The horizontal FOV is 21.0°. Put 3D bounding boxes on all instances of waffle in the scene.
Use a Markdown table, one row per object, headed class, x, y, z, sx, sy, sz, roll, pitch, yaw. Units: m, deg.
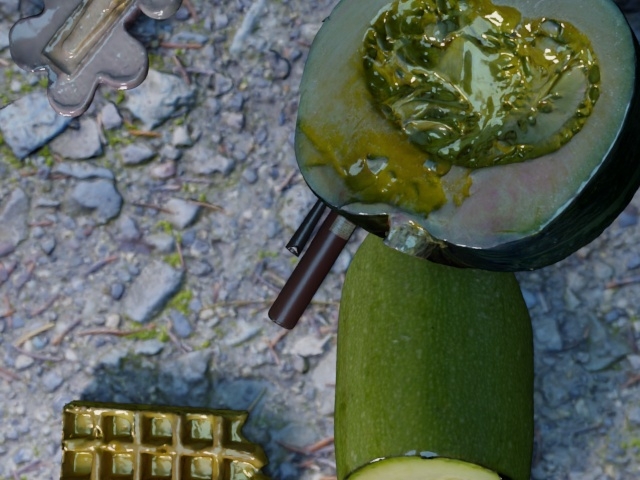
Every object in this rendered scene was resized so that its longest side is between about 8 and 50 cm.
| class | x | y | z | sx | sy | sz | roll | pitch | yaw |
| --- | --- | --- | --- | --- | --- | --- | --- | --- | --- |
| waffle | -0.139 | 0.236 | 1.617 | 0.211 | 0.055 | 0.160 | 4 | 91 | 8 |

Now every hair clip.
| class | x | y | z | sx | sy | sz | roll | pitch | yaw |
| --- | --- | --- | --- | --- | --- | --- | --- | --- | --- |
| hair clip | -0.184 | -0.235 | 1.609 | 0.146 | 0.075 | 0.257 | 40 | 103 | 8 |

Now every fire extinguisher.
| class | x | y | z | sx | sy | sz | roll | pitch | yaw |
| --- | --- | --- | --- | --- | --- | --- | --- | --- | --- |
| fire extinguisher | 0.000 | 0.000 | 1.603 | 0.049 | 0.035 | 0.173 | 39 | 99 | 45 |

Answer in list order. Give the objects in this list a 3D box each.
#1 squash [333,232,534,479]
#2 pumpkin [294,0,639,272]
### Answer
| class | x | y | z | sx | sy | sz | roll | pitch | yaw |
| --- | --- | --- | --- | --- | --- | --- | --- | --- | --- |
| squash | 0.105 | 0.126 | 1.592 | 0.189 | 0.189 | 0.260 | -4 | 55 | 9 |
| pumpkin | 0.145 | -0.092 | 1.477 | 0.293 | 0.197 | 0.263 | 23 | 86 | 31 |
